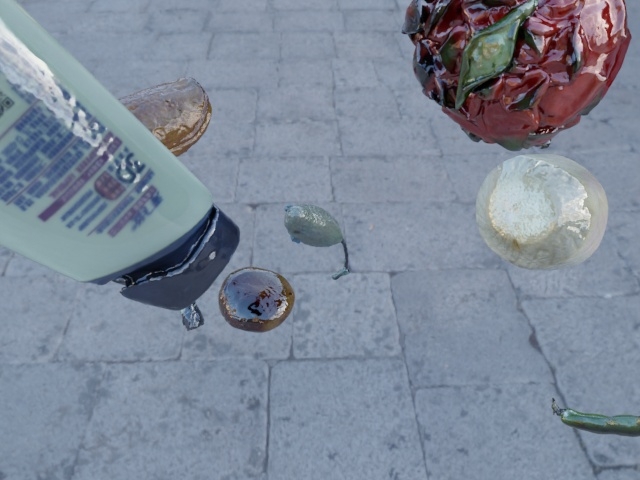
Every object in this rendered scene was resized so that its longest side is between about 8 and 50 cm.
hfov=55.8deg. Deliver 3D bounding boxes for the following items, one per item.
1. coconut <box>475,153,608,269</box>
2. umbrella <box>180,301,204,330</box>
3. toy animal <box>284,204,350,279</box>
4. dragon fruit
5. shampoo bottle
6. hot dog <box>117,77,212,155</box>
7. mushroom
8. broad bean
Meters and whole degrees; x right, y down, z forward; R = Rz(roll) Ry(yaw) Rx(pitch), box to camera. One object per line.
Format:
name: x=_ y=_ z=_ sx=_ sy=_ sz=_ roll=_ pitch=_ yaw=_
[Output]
coconut: x=0.530 y=-0.070 z=1.463 sx=0.329 sy=0.328 sz=0.328 roll=0 pitch=38 yaw=0
umbrella: x=-0.281 y=0.088 z=1.185 sx=0.050 sy=0.188 sz=0.046 roll=-22 pitch=0 yaw=-25
toy animal: x=0.008 y=-0.005 z=1.133 sx=0.079 sy=0.253 sz=0.070 roll=-8 pitch=62 yaw=25
dragon fruit: x=0.214 y=-0.222 z=0.675 sx=0.234 sy=0.233 sz=0.293 roll=10 pitch=18 yaw=13
shampoo bottle: x=-0.209 y=-0.071 z=0.410 sx=0.134 sy=0.359 sz=0.078 roll=-49 pitch=38 yaw=-9
hot dog: x=-0.383 y=-0.266 z=1.353 sx=0.272 sy=0.122 sz=0.196 roll=-30 pitch=59 yaw=-21
mushroom: x=-0.102 y=0.090 z=0.959 sx=0.123 sy=0.052 sz=0.123 roll=1 pitch=53 yaw=-1
broad bean: x=0.518 y=0.313 z=1.051 sx=0.227 sy=0.069 sz=0.039 roll=-6 pitch=30 yaw=37
